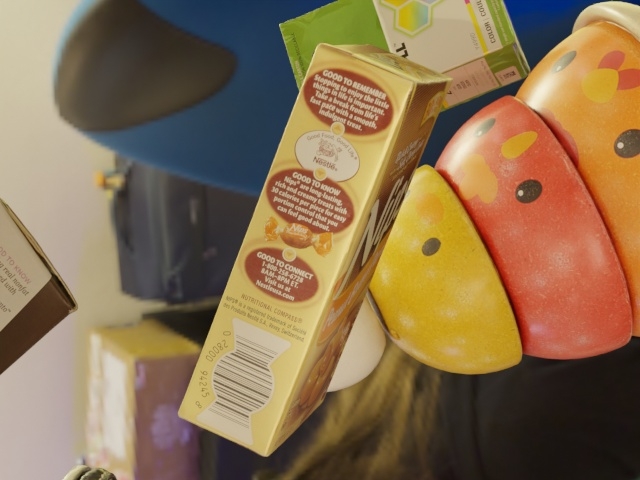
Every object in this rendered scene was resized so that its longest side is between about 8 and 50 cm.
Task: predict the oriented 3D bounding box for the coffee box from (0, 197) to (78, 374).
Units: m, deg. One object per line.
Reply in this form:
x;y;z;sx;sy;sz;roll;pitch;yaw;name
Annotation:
-0.298;0.070;0.709;0.168;0.297;0.119;19;145;49;coffee box

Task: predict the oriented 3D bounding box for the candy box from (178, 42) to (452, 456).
0.000;0.000;1.127;0.088;0.183;0.316;24;103;9;candy box

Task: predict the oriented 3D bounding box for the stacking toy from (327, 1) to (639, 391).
0.164;0.019;1.318;0.350;0.480;0.350;62;174;11;stacking toy

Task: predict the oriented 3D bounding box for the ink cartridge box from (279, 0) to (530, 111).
0.078;-0.230;1.531;0.255;0.097;0.188;-21;69;12;ink cartridge box

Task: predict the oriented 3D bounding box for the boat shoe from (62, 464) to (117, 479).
-0.074;0.129;0.469;0.125;0.038;0.046;-89;-15;-49;boat shoe
